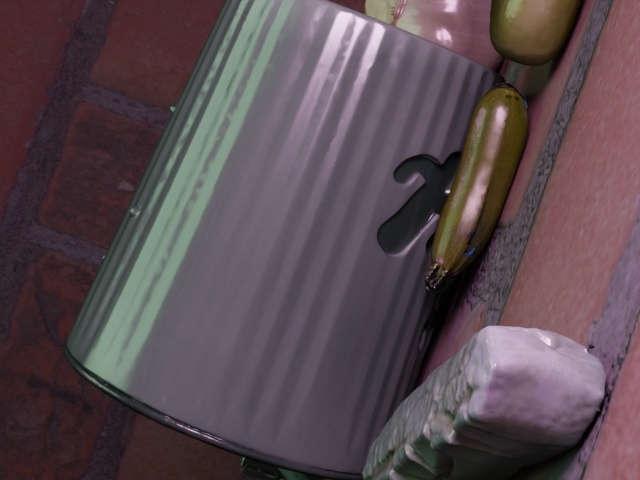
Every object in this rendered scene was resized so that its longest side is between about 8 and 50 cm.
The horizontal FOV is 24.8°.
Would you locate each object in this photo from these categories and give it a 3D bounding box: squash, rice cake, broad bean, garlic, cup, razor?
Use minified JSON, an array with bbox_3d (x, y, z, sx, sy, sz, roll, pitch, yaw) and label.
[{"bbox_3d":[0.128,-0.041,1.192,0.052,0.052,0.183,160,131,-88],"label":"squash"},{"bbox_3d":[0.078,0.111,0.820,0.336,0.066,0.063,113,168,-68],"label":"rice cake"},{"bbox_3d":[0.181,-0.230,1.176,0.124,0.082,0.174,-85,16,-75],"label":"broad bean"},{"bbox_3d":[0.146,-0.230,1.585,0.143,0.178,0.229,18,107,58],"label":"garlic"},{"bbox_3d":[-0.023,-0.009,1.344,0.401,0.310,0.392,-98,30,-85],"label":"cup"},{"bbox_3d":[-0.027,0.302,1.858,0.232,0.106,0.068,-163,93,-77],"label":"razor"}]
